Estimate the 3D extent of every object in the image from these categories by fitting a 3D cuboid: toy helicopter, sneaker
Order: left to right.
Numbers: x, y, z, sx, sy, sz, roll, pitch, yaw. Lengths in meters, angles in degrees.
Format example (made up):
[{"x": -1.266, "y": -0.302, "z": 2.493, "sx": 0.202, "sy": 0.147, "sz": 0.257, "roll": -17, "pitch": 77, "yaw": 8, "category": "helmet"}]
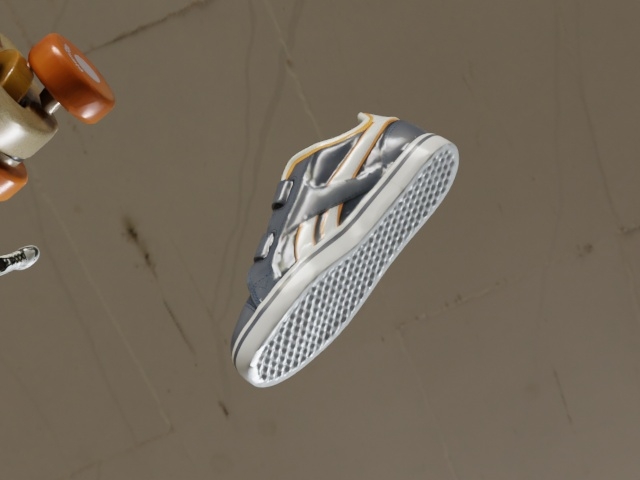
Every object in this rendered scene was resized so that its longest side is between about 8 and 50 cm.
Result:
[{"x": -0.347, "y": -0.213, "z": 0.756, "sx": 0.140, "sy": 0.235, "sz": 0.355, "roll": -39, "pitch": -113, "yaw": 6, "category": "toy helicopter"}, {"x": -0.466, "y": 0.033, "z": 1.340, "sx": 0.083, "sy": 0.037, "sz": 0.032, "roll": -26, "pitch": -87, "yaw": -14, "category": "sneaker"}, {"x": 0.000, "y": 0.000, "z": 0.908, "sx": 0.321, "sy": 0.127, "sz": 0.126, "roll": -48, "pitch": -30, "yaw": -19, "category": "sneaker"}]
